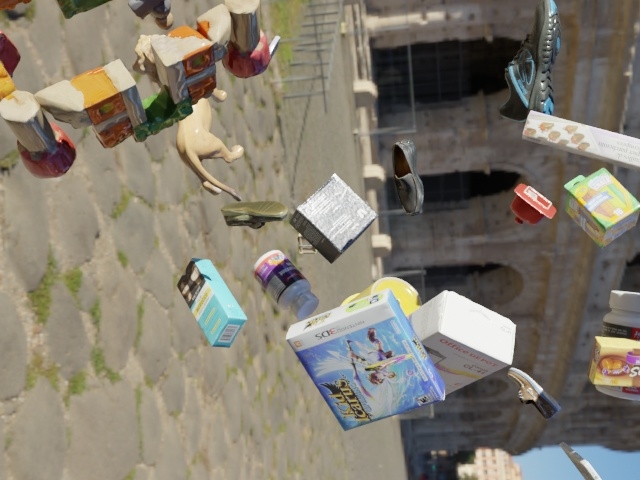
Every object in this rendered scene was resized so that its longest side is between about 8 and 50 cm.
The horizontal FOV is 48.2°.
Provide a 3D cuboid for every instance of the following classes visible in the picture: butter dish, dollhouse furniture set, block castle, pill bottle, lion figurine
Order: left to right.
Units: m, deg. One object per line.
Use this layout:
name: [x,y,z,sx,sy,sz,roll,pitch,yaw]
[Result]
block castle: [-0.331,-0.323,1.174,0.303,0.453,0.213,56,-14,16]
lion figurine: [-0.296,-0.284,1.648,0.392,0.142,0.240,65,13,21]
pill bottle: [-0.093,0.126,1.987,0.193,0.108,0.108,46,-13,27]
dollhouse furniture set: [0.000,0.000,2.434,0.059,0.151,0.076,-68,153,-64]
butter dish: [0.724,-0.107,2.499,0.118,0.160,0.160,-55,169,27]
pill bottle: [0.866,0.289,1.994,0.161,0.161,0.283,-1,97,-82]

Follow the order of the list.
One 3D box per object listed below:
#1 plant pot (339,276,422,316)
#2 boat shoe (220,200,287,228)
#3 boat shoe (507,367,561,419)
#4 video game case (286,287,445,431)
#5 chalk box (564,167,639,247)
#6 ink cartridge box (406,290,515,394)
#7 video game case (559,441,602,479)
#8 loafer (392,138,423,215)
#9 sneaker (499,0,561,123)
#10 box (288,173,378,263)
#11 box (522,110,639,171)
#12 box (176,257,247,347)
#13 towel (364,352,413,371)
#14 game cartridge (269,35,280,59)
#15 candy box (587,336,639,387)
plant pot: [0.179,0.240,2.135,0.239,0.253,0.254,119,-21,-48]
boat shoe: [-0.190,-0.070,2.099,0.080,0.223,0.074,-47,133,-51]
boat shoe: [0.617,0.452,2.110,0.183,0.066,0.066,40,-12,33]
video game case: [0.097,0.260,1.522,0.270,0.244,0.061,59,24,-18]
chalk box: [0.813,-0.113,2.107,0.213,0.132,0.132,55,-4,29]
ink cartridge box: [0.326,0.280,1.887,0.306,0.226,0.131,-45,-156,53]
video game case: [0.714,0.621,1.907,0.143,0.019,0.157,53,-1,-6]
loafer: [0.183,-0.136,1.569,0.061,0.062,0.170,-12,91,-58]
sneaker: [0.572,-0.491,1.957,0.125,0.139,0.341,4,95,-58]
box: [0.032,-0.055,1.822,0.156,0.158,0.093,-44,175,-28]
box: [0.645,-0.232,1.701,0.067,0.323,0.063,6,103,-74]
box: [-0.284,0.157,1.843,0.101,0.060,0.244,-58,-134,20]
towel: [0.128,0.229,1.340,0.060,0.083,0.010,-25,-99,58]
game cartridge: [-0.144,-0.570,2.137,0.083,0.017,0.056,-67,-175,-31]
candy box: [0.759,0.299,1.744,0.053,0.186,0.109,-80,175,-70]
